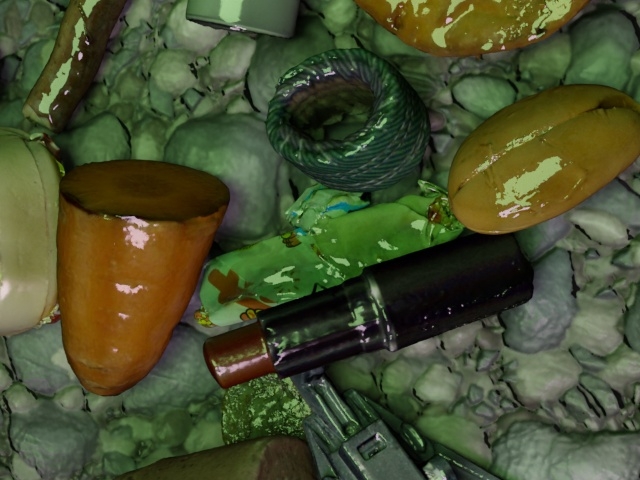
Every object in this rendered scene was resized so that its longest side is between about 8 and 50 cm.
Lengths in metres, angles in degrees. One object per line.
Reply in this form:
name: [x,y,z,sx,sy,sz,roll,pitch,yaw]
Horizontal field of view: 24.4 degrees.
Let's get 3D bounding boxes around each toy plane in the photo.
toy plane: [0.042,0.189,1.349,0.204,0.103,0.316,-32,79,-15]

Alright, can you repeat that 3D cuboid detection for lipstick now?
lipstick: [0.042,0.064,1.309,0.299,0.081,0.081,-19,85,-4]

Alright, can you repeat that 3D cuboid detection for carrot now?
carrot: [-0.182,0.048,1.413,0.159,0.159,0.225,17,109,19]

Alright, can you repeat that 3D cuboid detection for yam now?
yam: [-0.228,-0.216,1.462,0.056,0.057,0.241,31,102,16]

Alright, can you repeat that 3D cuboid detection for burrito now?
burrito: [0.000,0.000,1.390,0.288,0.054,0.104,-19,84,21]

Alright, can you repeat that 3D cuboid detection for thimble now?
thimble: [0.026,-0.105,1.338,0.135,0.090,0.119,-3,66,28]

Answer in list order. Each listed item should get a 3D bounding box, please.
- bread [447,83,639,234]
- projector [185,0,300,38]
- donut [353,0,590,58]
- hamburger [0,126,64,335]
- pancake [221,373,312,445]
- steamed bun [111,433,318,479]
bread: [0.192,-0.077,1.287,0.189,0.077,0.114,-30,46,9]
projector: [-0.045,-0.358,1.364,0.108,0.108,0.338,13,97,19]
donut: [0.138,-0.290,1.297,0.277,0.108,0.278,1,93,19]
hamburger: [-0.320,-0.007,1.478,0.173,0.116,0.210,2,97,31]
pancake: [-0.052,0.169,1.430,0.108,0.017,0.108,0,91,19]
steamed bun: [-0.092,0.345,1.354,0.251,0.199,0.301,-16,88,20]
